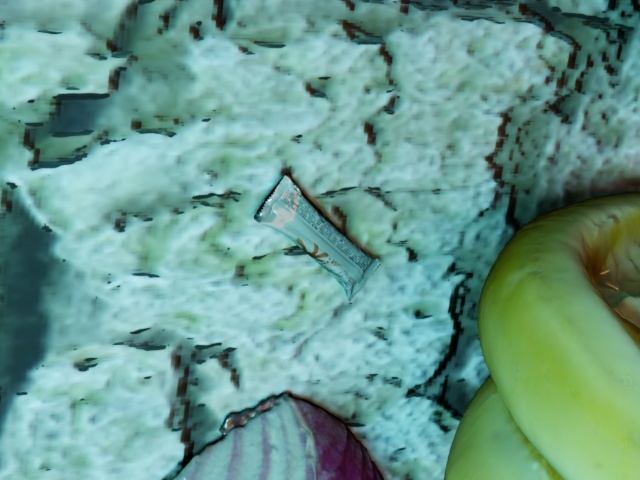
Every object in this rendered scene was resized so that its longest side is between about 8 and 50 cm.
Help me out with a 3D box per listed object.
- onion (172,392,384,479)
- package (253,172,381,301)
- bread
[{"bbox_3d":[-0.027,0.254,1.094,0.250,0.111,0.247,-42,124,-17],"label":"onion"},{"bbox_3d":[0.000,0.000,1.071,0.037,0.015,0.110,-52,127,-6],"label":"package"},{"bbox_3d":[0.291,0.119,1.121,0.424,0.329,0.245,-3,110,-40],"label":"bread"}]
